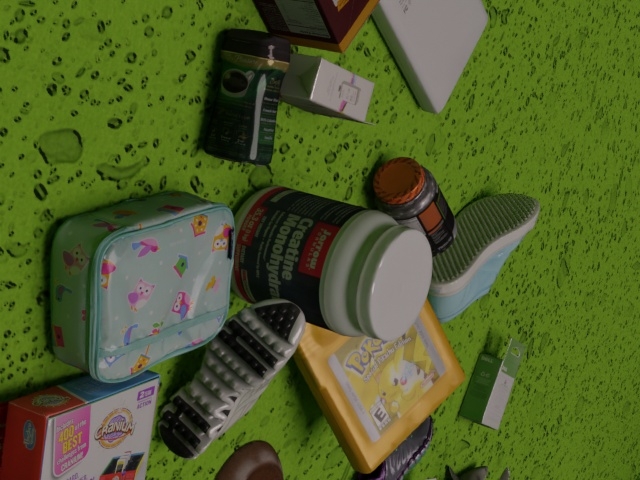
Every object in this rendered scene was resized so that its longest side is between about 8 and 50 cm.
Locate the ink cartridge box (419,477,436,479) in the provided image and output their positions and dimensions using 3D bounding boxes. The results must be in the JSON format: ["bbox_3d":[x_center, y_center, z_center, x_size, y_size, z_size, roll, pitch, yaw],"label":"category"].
[{"bbox_3d":[0.176,0.581,2.316,0.104,0.061,0.181,14,92,-57],"label":"ink cartridge box"}]

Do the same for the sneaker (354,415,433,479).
[{"bbox_3d":[0.149,0.417,2.194,0.224,0.083,0.098,-57,138,-23],"label":"sneaker"}]

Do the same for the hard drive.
[{"bbox_3d":[0.186,-0.420,1.919,0.233,0.047,0.353,-62,144,-18],"label":"hard drive"}]

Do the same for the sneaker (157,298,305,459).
[{"bbox_3d":[-0.121,0.196,1.625,0.292,0.110,0.118,-48,161,17],"label":"sneaker"}]

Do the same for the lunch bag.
[{"bbox_3d":[-0.226,0.060,1.460,0.279,0.107,0.224,-19,118,-52],"label":"lunch bag"}]

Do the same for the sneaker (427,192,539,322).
[{"bbox_3d":[0.320,0.035,2.253,0.366,0.135,0.150,-36,139,-32],"label":"sneaker"}]

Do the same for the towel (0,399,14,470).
[{"bbox_3d":[-0.445,0.330,1.327,0.198,0.031,0.275,-4,107,-54],"label":"towel"}]

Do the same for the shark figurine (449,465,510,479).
[{"bbox_3d":[0.340,0.556,2.490,0.166,0.278,0.116,-31,92,-10],"label":"shark figurine"}]

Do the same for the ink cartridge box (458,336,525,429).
[{"bbox_3d":[0.398,0.324,2.534,0.109,0.062,0.209,32,77,-56],"label":"ink cartridge box"}]

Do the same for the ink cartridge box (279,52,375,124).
[{"bbox_3d":[0.000,-0.230,1.664,0.198,0.115,0.067,13,92,-58],"label":"ink cartridge box"}]

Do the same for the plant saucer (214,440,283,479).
[{"bbox_3d":[-0.119,0.437,1.847,0.198,0.036,0.199,-26,124,-48],"label":"plant saucer"}]

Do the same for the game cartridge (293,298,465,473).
[{"bbox_3d":[0.098,0.195,1.921,0.285,0.052,0.324,-39,115,-29],"label":"game cartridge"}]

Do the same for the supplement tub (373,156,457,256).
[{"bbox_3d":[0.168,-0.060,1.982,0.117,0.117,0.190,-60,144,-20],"label":"supplement tub"}]

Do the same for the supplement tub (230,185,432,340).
[{"bbox_3d":[0.009,0.033,1.645,0.191,0.272,0.191,-27,125,-48],"label":"supplement tub"}]

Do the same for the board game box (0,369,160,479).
[{"bbox_3d":[-0.323,0.340,1.443,0.242,0.064,0.317,-12,114,-63],"label":"board game box"}]

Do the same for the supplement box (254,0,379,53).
[{"bbox_3d":[-0.004,-0.409,1.569,0.191,0.129,0.194,-58,144,-24],"label":"supplement box"}]

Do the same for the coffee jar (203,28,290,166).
[{"bbox_3d":[-0.101,-0.202,1.543,0.079,0.096,0.185,-2,106,-58],"label":"coffee jar"}]
